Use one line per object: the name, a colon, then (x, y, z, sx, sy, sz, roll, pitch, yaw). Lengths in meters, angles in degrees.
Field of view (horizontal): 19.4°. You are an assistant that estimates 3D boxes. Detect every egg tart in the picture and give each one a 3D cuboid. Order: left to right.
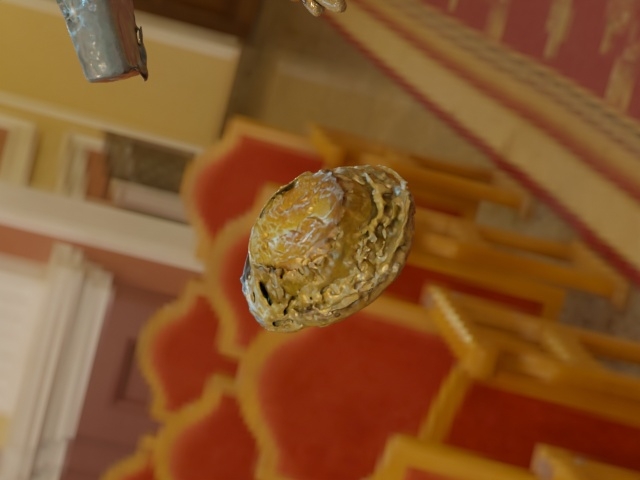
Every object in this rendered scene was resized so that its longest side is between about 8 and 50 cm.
egg tart: (0.000, 0.000, 1.152, 0.130, 0.052, 0.130, -24, 43, 24)

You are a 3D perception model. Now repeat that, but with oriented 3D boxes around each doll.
doll: (-0.007, -0.242, 1.740, 0.051, 0.093, 0.061, -34, -50, -47)

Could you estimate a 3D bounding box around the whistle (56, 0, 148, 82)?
whistle: (-0.148, -0.213, 1.013, 0.180, 0.093, 0.269, -39, -64, -86)
